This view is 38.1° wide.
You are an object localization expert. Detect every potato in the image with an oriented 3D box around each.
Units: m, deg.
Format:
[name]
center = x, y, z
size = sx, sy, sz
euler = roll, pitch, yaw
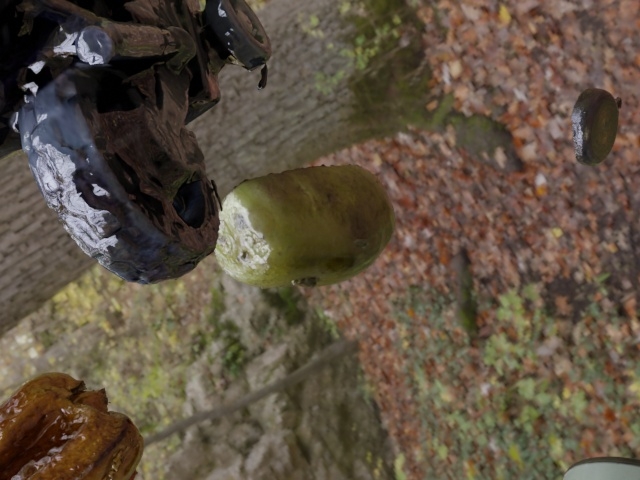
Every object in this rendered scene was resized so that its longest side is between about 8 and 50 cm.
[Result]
[potato]
center = 0.000, 0.000, 1.148
size = 0.111, 0.272, 0.160
euler = 42, 124, 33

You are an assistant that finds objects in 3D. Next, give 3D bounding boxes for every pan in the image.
[pan]
center = 0.426, -0.179, 1.379
size = 0.040, 0.212, 0.115
euler = 9, 115, 33

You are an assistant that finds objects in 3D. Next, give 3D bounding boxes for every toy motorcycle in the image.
[toy motorcycle]
center = -0.114, -0.120, 0.397
size = 0.173, 0.108, 0.307
euler = 44, -158, -43

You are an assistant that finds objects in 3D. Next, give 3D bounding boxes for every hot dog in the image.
[hot dog]
center = -0.312, 0.272, 0.845
size = 0.158, 0.349, 0.117
euler = 27, 150, 34

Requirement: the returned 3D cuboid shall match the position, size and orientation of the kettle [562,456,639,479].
[kettle]
center = 0.408, 0.469, 1.146
size = 0.250, 0.376, 0.361
euler = 30, 146, -9
